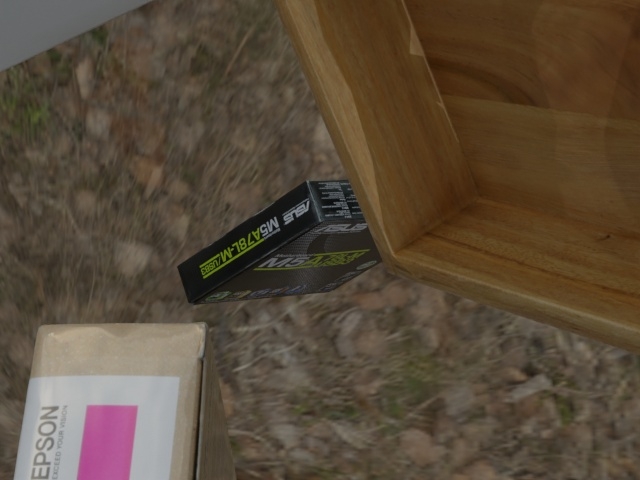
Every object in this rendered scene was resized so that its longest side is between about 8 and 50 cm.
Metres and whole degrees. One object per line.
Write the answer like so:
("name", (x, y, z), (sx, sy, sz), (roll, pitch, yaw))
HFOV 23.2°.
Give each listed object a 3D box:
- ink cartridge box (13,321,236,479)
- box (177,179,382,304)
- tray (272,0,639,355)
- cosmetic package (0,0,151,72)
("ink cartridge box", (-0.094, 0.184, 0.750), (0.088, 0.193, 0.234), (1, 55, 4))
("box", (0.000, 0.000, 1.386), (0.191, 0.184, 0.045), (-3, 70, -47))
("tray", (0.122, -0.056, 0.557), (0.076, 0.411, 0.203), (-32, 113, -22))
("cosmetic package", (-0.241, -0.236, 1.099), (0.197, 0.365, 0.155), (24, 65, -36))
